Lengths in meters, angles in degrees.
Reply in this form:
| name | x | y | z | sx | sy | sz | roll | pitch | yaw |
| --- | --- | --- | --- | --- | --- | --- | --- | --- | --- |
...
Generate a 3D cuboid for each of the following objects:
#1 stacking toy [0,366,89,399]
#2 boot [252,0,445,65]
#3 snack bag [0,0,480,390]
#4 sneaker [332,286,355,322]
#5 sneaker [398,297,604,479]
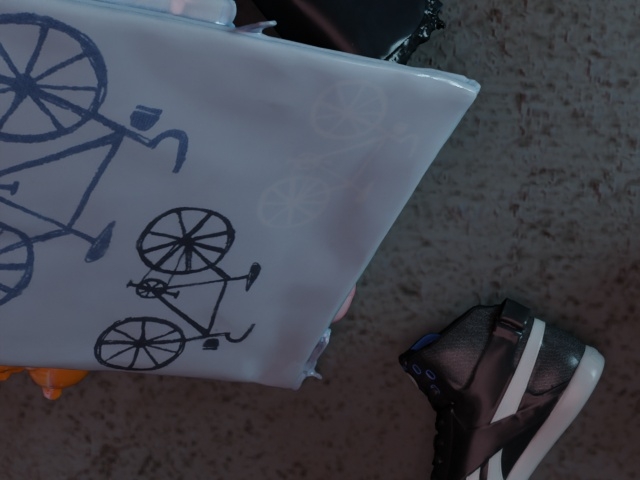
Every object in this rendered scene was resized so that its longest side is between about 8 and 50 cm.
| name | x | y | z | sx | sy | sz | roll | pitch | yaw |
| --- | --- | --- | --- | --- | --- | --- | --- | --- | --- |
| stacking toy | -0.312 | 0.073 | 0.941 | 0.301 | 0.166 | 0.175 | 2 | 91 | -2 |
| boot | -0.031 | -0.171 | 0.783 | 0.094 | 0.246 | 0.207 | -39 | 91 | 33 |
| snack bag | -0.106 | -0.023 | 0.790 | 0.342 | 0.037 | 0.323 | 8 | 136 | -23 |
| sneaker | 0.000 | 0.000 | 0.899 | 0.051 | 0.070 | 0.134 | 6 | 104 | 6 |
| sneaker | 0.091 | 0.137 | 0.915 | 0.121 | 0.079 | 0.217 | 34 | 97 | 5 |
